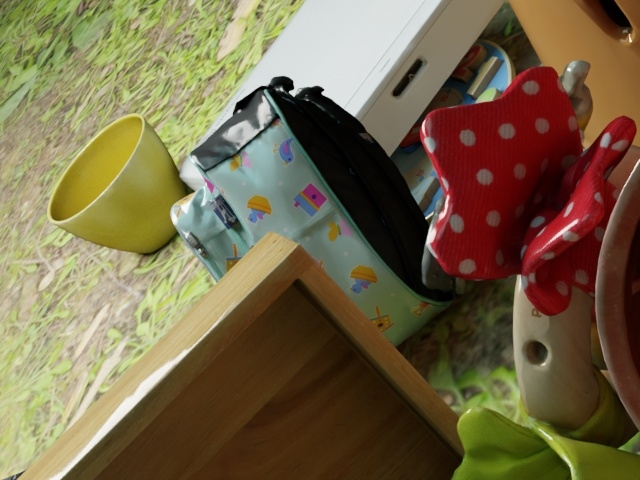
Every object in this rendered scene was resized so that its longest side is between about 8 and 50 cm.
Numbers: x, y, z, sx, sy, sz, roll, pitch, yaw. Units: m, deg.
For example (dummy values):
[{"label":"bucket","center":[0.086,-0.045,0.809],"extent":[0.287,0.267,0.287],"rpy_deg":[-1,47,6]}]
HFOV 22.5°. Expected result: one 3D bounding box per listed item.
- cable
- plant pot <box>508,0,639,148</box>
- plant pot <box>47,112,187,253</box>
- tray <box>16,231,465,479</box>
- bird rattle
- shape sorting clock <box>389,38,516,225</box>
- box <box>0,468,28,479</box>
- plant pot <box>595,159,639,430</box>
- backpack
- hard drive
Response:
[{"label":"cable","center":[0.112,-0.004,0.987],"extent":[0.139,0.072,0.287],"rpy_deg":[-63,-10,-14]},{"label":"plant pot","center":[0.236,-0.178,0.980],"extent":[0.291,0.203,0.291],"rpy_deg":[-36,28,23]},{"label":"plant pot","center":[-0.185,-0.042,1.557],"extent":[0.134,0.095,0.134],"rpy_deg":[-36,29,23]},{"label":"tray","center":[-0.101,0.211,0.907],"extent":[0.411,0.203,0.076],"rpy_deg":[-44,17,-6]},{"label":"bird rattle","center":[0.131,0.030,0.829],"extent":[0.143,0.254,0.207],"rpy_deg":[-4,16,33]},{"label":"shape sorting clock","center":[0.073,-0.076,1.272],"extent":[0.206,0.040,0.206],"rpy_deg":[-36,28,23]},{"label":"box","center":[-0.249,0.286,1.255],"extent":[0.183,0.056,0.231],"rpy_deg":[-24,36,39]},{"label":"plant pot","center":[0.265,-0.046,0.714],"extent":[0.272,0.272,0.265],"rpy_deg":[-33,22,29]},{"label":"backpack","center":[0.000,0.000,1.113],"extent":[0.144,0.188,0.166],"rpy_deg":[-45,-12,11]},{"label":"hard drive","center":[0.007,-0.131,1.388],"extent":[0.233,0.047,0.353],"rpy_deg":[-54,19,-10]}]
